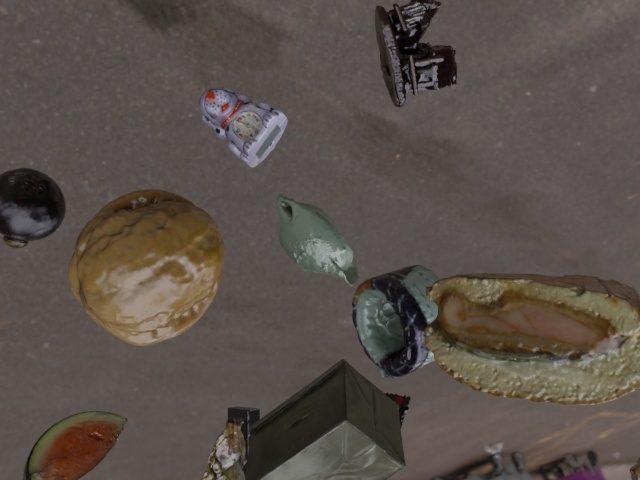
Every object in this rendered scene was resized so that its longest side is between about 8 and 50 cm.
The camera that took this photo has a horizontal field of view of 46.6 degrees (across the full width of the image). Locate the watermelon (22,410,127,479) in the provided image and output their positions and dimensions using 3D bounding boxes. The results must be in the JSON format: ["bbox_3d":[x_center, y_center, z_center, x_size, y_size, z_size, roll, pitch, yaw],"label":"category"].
[{"bbox_3d":[-0.469,0.398,1.386,0.245,0.119,0.063,-45,158,-56],"label":"watermelon"}]

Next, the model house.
[{"bbox_3d":[0.199,-0.389,1.499,0.164,0.141,0.203,-13,109,-4],"label":"model house"}]

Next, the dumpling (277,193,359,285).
[{"bbox_3d":[-0.013,0.006,1.377,0.108,0.219,0.153,-33,163,-5],"label":"dumpling"}]

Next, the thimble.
[{"bbox_3d":[0.183,0.179,1.615,0.150,0.237,0.237,-16,156,-30],"label":"thimble"}]

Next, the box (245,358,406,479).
[{"bbox_3d":[0.003,0.342,1.244,0.231,0.149,0.155,-38,113,20],"label":"box"}]

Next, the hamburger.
[{"bbox_3d":[0.328,0.127,1.018,0.209,0.162,0.330,3,177,-45],"label":"hamburger"}]

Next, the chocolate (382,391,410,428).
[{"bbox_3d":[0.133,0.402,1.551,0.086,0.182,0.028,-3,139,31],"label":"chocolate"}]

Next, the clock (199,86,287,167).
[{"bbox_3d":[-0.245,-0.354,2.130,0.189,0.254,0.189,-52,174,-8],"label":"clock"}]

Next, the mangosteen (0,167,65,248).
[{"bbox_3d":[-0.566,-0.060,1.417,0.152,0.152,0.152,-14,153,-7],"label":"mangosteen"}]

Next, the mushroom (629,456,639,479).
[{"bbox_3d":[0.677,0.431,1.388,0.204,0.204,0.204,-14,153,-7],"label":"mushroom"}]

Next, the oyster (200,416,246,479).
[{"bbox_3d":[-0.193,0.525,1.517,0.107,0.355,0.201,12,146,6],"label":"oyster"}]

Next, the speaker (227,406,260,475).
[{"bbox_3d":[-0.197,0.545,1.928,0.082,0.218,0.044,-6,174,40],"label":"speaker"}]

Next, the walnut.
[{"bbox_3d":[-0.270,0.040,1.205,0.257,0.257,0.224,-1,173,-30],"label":"walnut"}]
